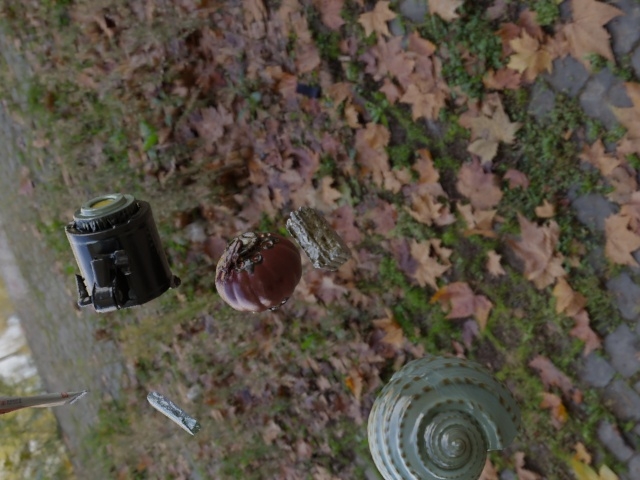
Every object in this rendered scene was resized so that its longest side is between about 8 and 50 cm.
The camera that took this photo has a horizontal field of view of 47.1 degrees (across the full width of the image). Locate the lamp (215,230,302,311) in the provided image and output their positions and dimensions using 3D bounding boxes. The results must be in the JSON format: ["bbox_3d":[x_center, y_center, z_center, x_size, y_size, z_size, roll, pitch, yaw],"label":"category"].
[{"bbox_3d":[-0.157,0.074,1.840,0.227,0.227,0.227,30,131,41],"label":"lamp"}]

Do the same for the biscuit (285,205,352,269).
[{"bbox_3d":[0.000,0.000,1.354,0.108,0.062,0.239,53,-177,7],"label":"biscuit"}]

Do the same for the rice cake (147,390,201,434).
[{"bbox_3d":[-0.334,0.387,1.664,0.180,0.030,0.042,20,141,42],"label":"rice cake"}]

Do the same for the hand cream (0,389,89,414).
[{"bbox_3d":[-0.518,0.288,1.297,0.052,0.216,0.038,0,86,40],"label":"hand cream"}]

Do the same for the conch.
[{"bbox_3d":[0.214,0.335,1.424,0.215,0.303,0.319,55,166,-24],"label":"conch"}]

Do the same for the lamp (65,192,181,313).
[{"bbox_3d":[-0.479,0.022,1.766,0.374,0.205,0.272,-70,-31,-86],"label":"lamp"}]
